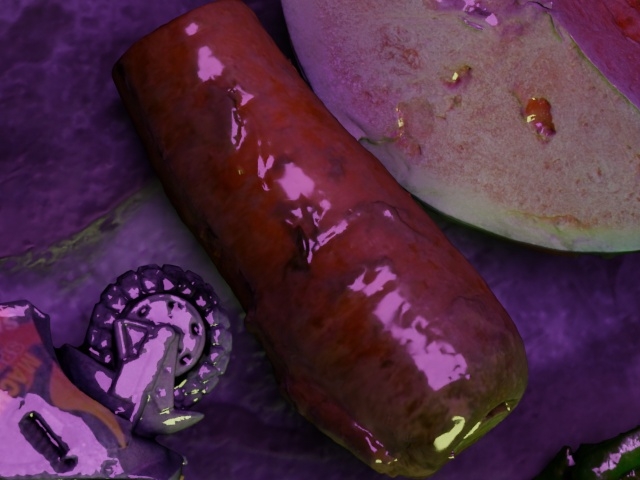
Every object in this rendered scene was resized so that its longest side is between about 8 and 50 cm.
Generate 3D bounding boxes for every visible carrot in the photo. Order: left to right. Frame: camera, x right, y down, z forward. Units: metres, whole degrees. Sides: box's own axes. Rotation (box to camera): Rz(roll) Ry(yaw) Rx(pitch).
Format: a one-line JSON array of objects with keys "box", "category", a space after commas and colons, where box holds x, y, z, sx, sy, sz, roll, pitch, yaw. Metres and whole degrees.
[{"box": [0.000, 0.000, 0.834, 0.139, 0.138, 0.302, -29, 79, -21], "category": "carrot"}]

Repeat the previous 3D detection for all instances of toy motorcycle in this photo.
[{"box": [-0.187, 0.114, 0.762, 0.307, 0.108, 0.173, -11, 86, -17], "category": "toy motorcycle"}]

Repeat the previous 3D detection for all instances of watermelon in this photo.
[{"box": [0.131, -0.113, 0.873, 0.305, 0.180, 0.224, 43, 83, -5], "category": "watermelon"}]

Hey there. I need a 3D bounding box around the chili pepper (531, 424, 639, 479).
[{"box": [0.254, 0.130, 0.908, 0.257, 0.074, 0.100, -22, 84, -20], "category": "chili pepper"}]
